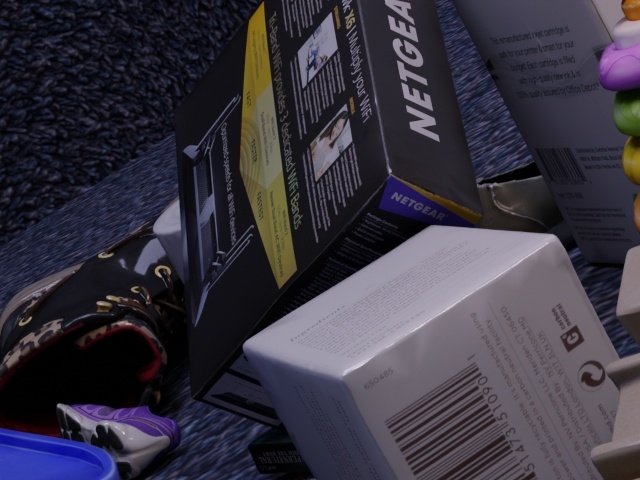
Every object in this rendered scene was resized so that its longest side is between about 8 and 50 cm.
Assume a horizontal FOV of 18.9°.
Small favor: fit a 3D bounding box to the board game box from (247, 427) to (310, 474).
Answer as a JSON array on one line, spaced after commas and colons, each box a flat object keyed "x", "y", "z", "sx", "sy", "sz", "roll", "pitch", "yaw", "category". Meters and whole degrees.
[{"x": 0.051, "y": 0.120, "z": 1.331, "sx": 0.126, "sy": 0.026, "sz": 0.186, "roll": -30, "pitch": 12, "yaw": -37, "category": "board game box"}]

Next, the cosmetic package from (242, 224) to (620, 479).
[{"x": 0.074, "y": 0.093, "z": 1.121, "sx": 0.151, "sy": 0.151, "sz": 0.183, "roll": -32, "pitch": 13, "yaw": -15, "category": "cosmetic package"}]

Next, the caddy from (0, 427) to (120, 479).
[{"x": -0.253, "y": 0.239, "z": 1.214, "sx": 0.241, "sy": 0.179, "sz": 0.341, "roll": -20, "pitch": 16, "yaw": -42, "category": "caddy"}]

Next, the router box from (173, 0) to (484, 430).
[{"x": -0.007, "y": -0.058, "z": 1.378, "sx": 0.243, "sy": 0.081, "sz": 0.309, "roll": -48, "pitch": 32, "yaw": 33, "category": "router box"}]

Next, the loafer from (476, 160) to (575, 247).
[{"x": 0.233, "y": -0.069, "z": 1.592, "sx": 0.251, "sy": 0.087, "sz": 0.094, "roll": -32, "pitch": 12, "yaw": -11, "category": "loafer"}]

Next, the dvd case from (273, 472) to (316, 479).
[{"x": -0.015, "y": 0.180, "z": 1.312, "sx": 0.087, "sy": 0.013, "sz": 0.119, "roll": -31, "pitch": 10, "yaw": -7, "category": "dvd case"}]

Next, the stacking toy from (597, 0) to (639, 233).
[{"x": 0.233, "y": -0.095, "z": 1.166, "sx": 0.175, "sy": 0.302, "sz": 0.166, "roll": -27, "pitch": 11, "yaw": 7, "category": "stacking toy"}]

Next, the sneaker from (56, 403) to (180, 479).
[{"x": -0.174, "y": 0.171, "z": 1.657, "sx": 0.071, "sy": 0.068, "sz": 0.170, "roll": -18, "pitch": 13, "yaw": -31, "category": "sneaker"}]

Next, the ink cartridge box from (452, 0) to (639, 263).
[{"x": 0.220, "y": -0.132, "z": 1.390, "sx": 0.121, "sy": 0.289, "sz": 0.211, "roll": -32, "pitch": 12, "yaw": -16, "category": "ink cartridge box"}]

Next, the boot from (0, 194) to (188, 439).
[{"x": -0.160, "y": 0.065, "z": 1.850, "sx": 0.377, "sy": 0.138, "sz": 0.284, "roll": -24, "pitch": 14, "yaw": 6, "category": "boot"}]

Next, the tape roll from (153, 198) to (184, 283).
[{"x": 0.000, "y": 0.000, "z": 1.661, "sx": 0.246, "sy": 0.169, "sz": 0.246, "roll": -28, "pitch": 11, "yaw": 6, "category": "tape roll"}]

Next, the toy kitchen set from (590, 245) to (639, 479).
[{"x": 0.235, "y": 0.090, "z": 0.927, "sx": 0.166, "sy": 0.122, "sz": 0.207, "roll": -21, "pitch": 34, "yaw": 35, "category": "toy kitchen set"}]
